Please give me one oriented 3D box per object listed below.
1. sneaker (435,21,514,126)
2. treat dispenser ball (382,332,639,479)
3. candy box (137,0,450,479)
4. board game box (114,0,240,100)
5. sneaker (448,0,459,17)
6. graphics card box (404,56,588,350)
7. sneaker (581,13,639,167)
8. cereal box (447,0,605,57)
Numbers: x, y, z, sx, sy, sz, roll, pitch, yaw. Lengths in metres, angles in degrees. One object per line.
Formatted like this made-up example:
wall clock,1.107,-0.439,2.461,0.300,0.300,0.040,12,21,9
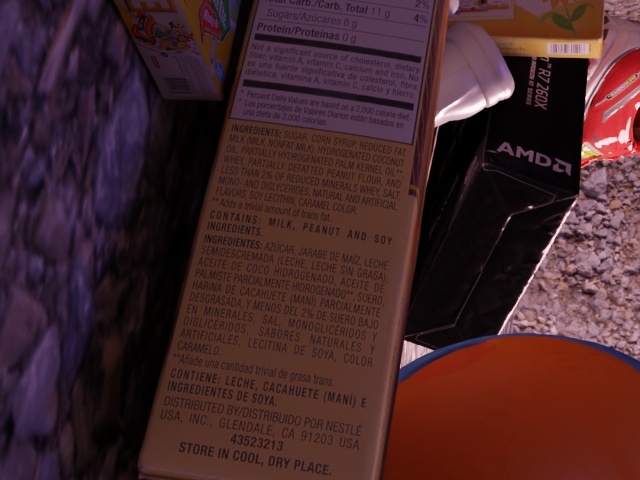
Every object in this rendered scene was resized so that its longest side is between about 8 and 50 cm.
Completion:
sneaker,0.058,-0.110,0.958,0.080,0.094,0.212,58,-6,-9
treat dispenser ball,0.129,0.201,0.831,0.288,0.288,0.288,3,90,-78
candy box,0.000,0.000,0.601,0.183,0.087,0.316,93,6,-58
board game box,-0.057,-0.135,0.493,0.154,0.026,0.103,69,26,-63
sneaker,0.033,-0.176,0.835,0.217,0.079,0.121,-64,144,-64
graphics card box,0.170,-0.093,1.274,0.371,0.094,0.233,-73,-176,-48
sneaker,0.280,-0.105,1.388,0.279,0.118,0.107,115,-6,-50
cereal box,0.155,-0.273,1.122,0.047,0.173,0.240,53,42,-72
